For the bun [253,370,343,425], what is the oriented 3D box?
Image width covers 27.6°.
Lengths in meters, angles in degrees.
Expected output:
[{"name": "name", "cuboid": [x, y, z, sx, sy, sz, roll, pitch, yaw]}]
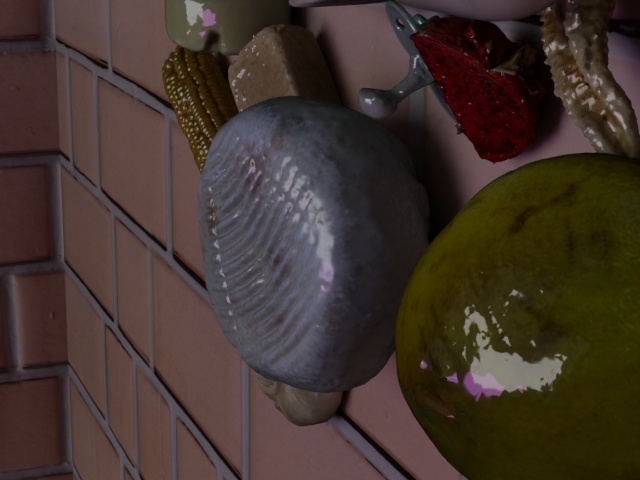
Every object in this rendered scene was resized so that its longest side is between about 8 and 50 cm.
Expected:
[{"name": "bun", "cuboid": [-0.037, 0.157, 1.742, 0.183, 0.102, 0.183, 177, 90, -70]}]

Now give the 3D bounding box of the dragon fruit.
[{"name": "dragon fruit", "cuboid": [0.169, -0.149, 1.200, 0.106, 0.083, 0.162, 13, 141, 50]}]

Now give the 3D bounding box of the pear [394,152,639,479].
[{"name": "pear", "cuboid": [0.191, 0.072, 0.965, 0.321, 0.269, 0.269, -24, 72, 53]}]

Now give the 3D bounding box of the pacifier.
[{"name": "pacifier", "cuboid": [0.089, -0.166, 1.320, 0.150, 0.117, 0.127, 56, -179, -9]}]

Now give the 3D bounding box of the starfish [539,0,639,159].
[{"name": "starfish", "cuboid": [0.219, -0.307, 1.013, 0.324, 0.082, 0.432, 113, 152, -48]}]

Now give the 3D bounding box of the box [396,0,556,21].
[{"name": "box", "cuboid": [0.115, -0.347, 0.989, 0.289, 0.141, 0.349, -140, 49, -69]}]

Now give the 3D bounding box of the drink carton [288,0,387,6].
[{"name": "drink carton", "cuboid": [0.049, -0.338, 1.303, 0.324, 0.132, 0.194, -145, 49, -77]}]

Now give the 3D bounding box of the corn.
[{"name": "corn", "cuboid": [-0.164, -0.183, 1.984, 0.102, 0.102, 0.313, 107, 146, -44]}]

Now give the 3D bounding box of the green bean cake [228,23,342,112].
[{"name": "green bean cake", "cuboid": [-0.041, -0.175, 1.649, 0.109, 0.085, 0.179, -38, 61, 38]}]

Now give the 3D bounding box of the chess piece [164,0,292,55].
[{"name": "chess piece", "cuboid": [-0.122, -0.469, 1.666, 0.234, 0.234, 0.442, -133, 39, -56]}]

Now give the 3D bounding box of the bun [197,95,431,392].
[{"name": "bun", "cuboid": [-0.002, -0.006, 1.478, 0.354, 0.194, 0.354, 15, 108, 55]}]
